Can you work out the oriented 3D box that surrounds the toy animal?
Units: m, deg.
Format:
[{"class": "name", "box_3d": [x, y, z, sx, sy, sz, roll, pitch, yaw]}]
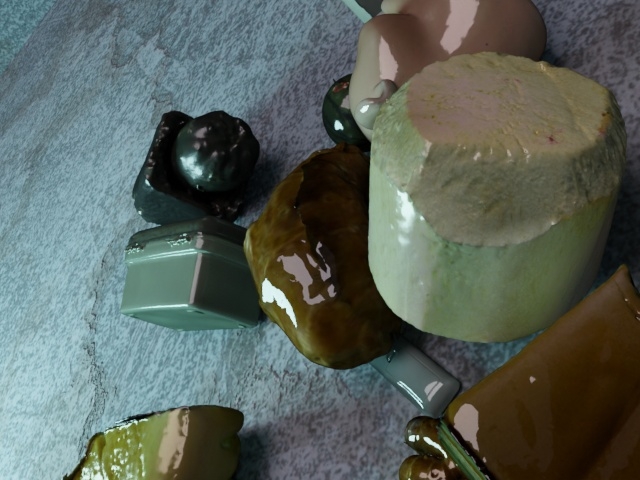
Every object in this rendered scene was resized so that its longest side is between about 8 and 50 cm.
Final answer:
[{"class": "toy animal", "box_3d": [0.132, -0.222, 0.939, 0.256, 0.195, 0.213, -45, 48, 7]}]

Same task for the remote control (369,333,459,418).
[{"class": "remote control", "box_3d": [0.079, 0.126, 0.887, 0.050, 0.027, 0.184, -53, 38, 0]}]

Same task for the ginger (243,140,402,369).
[{"class": "ginger", "box_3d": [0.000, 0.000, 0.934, 0.165, 0.173, 0.321, 106, 168, -47]}]

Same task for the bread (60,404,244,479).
[{"class": "bread", "box_3d": [-0.192, 0.300, 0.960, 0.261, 0.158, 0.156, -24, 58, 33]}]

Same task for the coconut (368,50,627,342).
[{"class": "coconut", "box_3d": [0.156, -0.030, 0.764, 0.239, 0.244, 0.239, -1, 43, 1]}]

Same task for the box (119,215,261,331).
[{"class": "box", "box_3d": [-0.173, 0.050, 1.112, 0.210, 0.148, 0.129, -8, 66, 45]}]

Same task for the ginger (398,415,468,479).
[{"class": "ginger", "box_3d": [0.132, 0.216, 0.737, 0.162, 0.073, 0.103, -6, 46, 51]}]

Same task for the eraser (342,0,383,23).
[{"class": "eraser", "box_3d": [0.115, -0.404, 1.121, 0.038, 0.157, 0.230, 23, 82, 48]}]

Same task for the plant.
[{"class": "plant", "box_3d": [-0.193, -0.101, 1.231, 0.256, 0.164, 0.141, -31, 39, 49]}]

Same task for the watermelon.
[{"class": "watermelon", "box_3d": [0.048, -0.175, 1.066, 0.105, 0.105, 0.133, -45, 49, 13]}]

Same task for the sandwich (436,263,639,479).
[{"class": "sandwich", "box_3d": [0.230, 0.165, 0.588, 0.198, 0.155, 0.227, -37, 70, -7]}]
